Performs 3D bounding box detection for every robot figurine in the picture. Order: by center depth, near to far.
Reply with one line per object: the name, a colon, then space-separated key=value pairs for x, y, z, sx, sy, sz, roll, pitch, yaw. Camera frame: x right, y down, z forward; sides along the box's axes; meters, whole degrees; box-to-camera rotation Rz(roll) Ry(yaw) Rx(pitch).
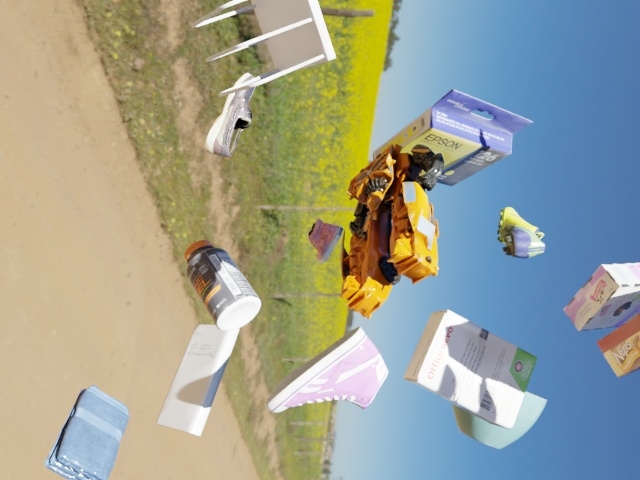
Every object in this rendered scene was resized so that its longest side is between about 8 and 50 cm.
robot figurine: x=0.104 y=-0.036 z=0.832 sx=0.211 sy=0.085 sz=0.291 roll=-40 pitch=-149 yaw=36

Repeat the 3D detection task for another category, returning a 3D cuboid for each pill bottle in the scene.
pill bottle: x=-0.271 y=0.109 z=1.418 sx=0.246 sy=0.130 sz=0.131 roll=50 pitch=-24 yaw=30

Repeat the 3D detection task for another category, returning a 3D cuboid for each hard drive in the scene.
hard drive: x=-0.357 y=0.394 z=1.558 sx=0.040 sy=0.203 sz=0.308 roll=36 pitch=60 yaw=-35

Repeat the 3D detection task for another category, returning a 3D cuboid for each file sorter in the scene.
file sorter: x=-0.133 y=-0.420 z=0.951 sx=0.192 sy=0.173 sz=0.278 roll=12 pitch=-53 yaw=56

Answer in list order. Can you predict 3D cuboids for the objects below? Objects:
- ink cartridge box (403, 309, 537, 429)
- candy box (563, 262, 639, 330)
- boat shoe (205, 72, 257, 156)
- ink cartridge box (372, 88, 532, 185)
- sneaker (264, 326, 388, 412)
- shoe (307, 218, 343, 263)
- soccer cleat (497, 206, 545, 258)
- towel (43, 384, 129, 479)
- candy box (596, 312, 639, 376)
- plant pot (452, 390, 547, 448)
ink cartridge box: x=0.381 y=0.327 z=1.376 sx=0.199 sy=0.272 sz=0.115 roll=-63 pitch=-176 yaw=-14
candy box: x=0.705 y=0.132 z=1.263 sx=0.070 sy=0.196 sz=0.165 roll=-112 pitch=-150 yaw=-41
boat shoe: x=-0.256 y=-0.381 z=1.657 sx=0.103 sy=0.092 sz=0.285 roll=82 pitch=32 yaw=-73
ink cartridge box: x=0.352 y=-0.255 z=1.434 sx=0.307 sy=0.303 sz=0.072 roll=-30 pitch=-123 yaw=53
sneaker: x=0.021 y=0.337 z=1.197 sx=0.161 sy=0.282 sz=0.102 roll=55 pitch=8 yaw=-3
shoe: x=0.000 y=0.000 z=1.521 sx=0.178 sy=0.081 sz=0.064 roll=121 pitch=-10 yaw=-57
soccer cleat: x=0.605 y=-0.023 z=1.622 sx=0.289 sy=0.121 sz=0.094 roll=-66 pitch=154 yaw=-65
towel: x=-0.253 y=0.216 z=0.594 sx=0.029 sy=0.067 sz=0.119 roll=-45 pitch=-161 yaw=10
candy box: x=0.745 y=0.166 z=1.073 sx=0.183 sy=0.316 sz=0.088 roll=107 pitch=-34 yaw=-55
plant pot: x=0.534 y=0.532 z=1.687 sx=0.290 sy=0.290 sz=0.196 roll=71 pitch=41 yaw=-82
